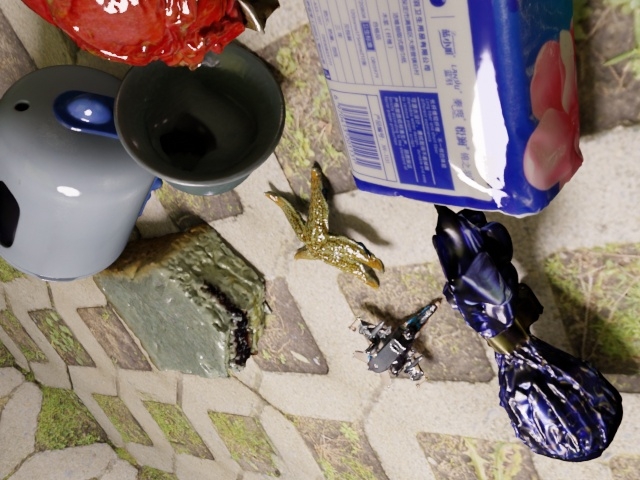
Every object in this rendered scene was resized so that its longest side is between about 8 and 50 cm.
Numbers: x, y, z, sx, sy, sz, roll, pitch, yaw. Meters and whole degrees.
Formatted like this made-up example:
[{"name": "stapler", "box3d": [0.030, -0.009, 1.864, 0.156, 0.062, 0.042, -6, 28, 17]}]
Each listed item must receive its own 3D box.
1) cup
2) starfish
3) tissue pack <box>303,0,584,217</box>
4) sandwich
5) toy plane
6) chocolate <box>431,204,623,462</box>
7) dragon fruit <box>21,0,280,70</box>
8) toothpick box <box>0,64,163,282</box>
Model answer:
[{"name": "cup", "box3d": [-0.148, -0.129, 0.816, 0.199, 0.199, 0.150, 39, 160, 8]}, {"name": "starfish", "box3d": [0.000, 0.000, 0.893, 0.208, 0.053, 0.176, 49, 153, 4]}, {"name": "tissue pack", "box3d": [0.108, -0.169, 0.563, 0.209, 0.137, 0.269, 10, 134, 36]}, {"name": "sandwich", "box3d": [-0.232, 0.115, 1.137, 0.325, 0.131, 0.262, -8, 118, 45]}, {"name": "toy plane", "box3d": [0.111, 0.142, 0.902, 0.135, 0.062, 0.188, 41, 143, 6]}, {"name": "chocolate", "box3d": [0.200, 0.087, 0.698, 0.126, 0.148, 0.343, -19, 117, 40]}, {"name": "dragon fruit", "box3d": [-0.171, -0.314, 0.565, 0.277, 0.277, 0.342, -14, 124, 48]}, {"name": "toothpick box", "box3d": [-0.362, -0.108, 0.981, 0.263, 0.263, 0.354, 45, 142, 0]}]
